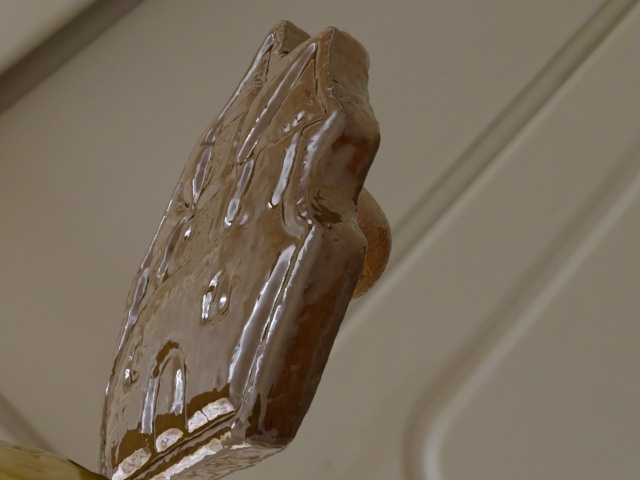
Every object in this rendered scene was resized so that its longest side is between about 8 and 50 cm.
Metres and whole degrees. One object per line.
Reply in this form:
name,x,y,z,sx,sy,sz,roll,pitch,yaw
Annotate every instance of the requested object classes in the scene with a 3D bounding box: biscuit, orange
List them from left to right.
biscuit,-0.035,-0.001,0.680,0.034,0.215,0.182,25,146,-22
orange,0.000,0.000,0.982,0.085,0.085,0.085,26,141,24

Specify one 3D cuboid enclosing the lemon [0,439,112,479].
lemon,-0.100,0.178,0.407,0.253,0.253,0.310,30,152,20
